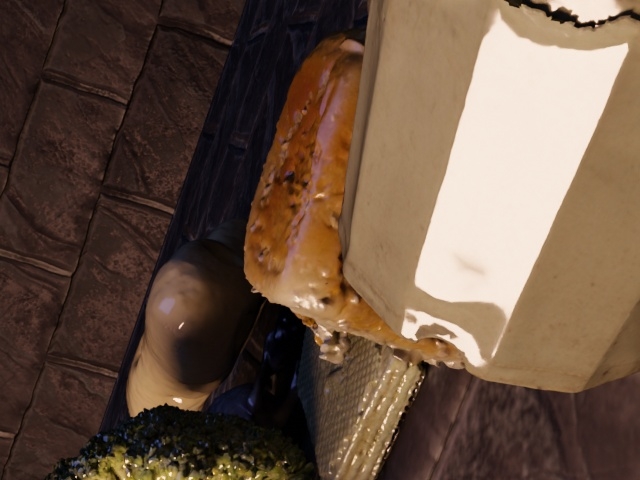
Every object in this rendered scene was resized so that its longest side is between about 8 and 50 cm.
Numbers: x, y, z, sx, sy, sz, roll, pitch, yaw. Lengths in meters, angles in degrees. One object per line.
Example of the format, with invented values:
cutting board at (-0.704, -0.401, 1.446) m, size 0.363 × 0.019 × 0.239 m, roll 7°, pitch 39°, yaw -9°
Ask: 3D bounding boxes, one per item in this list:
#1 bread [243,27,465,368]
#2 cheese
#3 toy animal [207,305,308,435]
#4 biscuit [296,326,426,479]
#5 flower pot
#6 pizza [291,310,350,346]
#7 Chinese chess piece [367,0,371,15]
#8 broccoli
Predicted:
bread at (0.047, -0.025, 0.731) m, size 0.176 × 0.195 × 0.246 m, roll 16°, pitch 88°, yaw 70°
cheese at (-0.175, 0.149, 1.226) m, size 0.328 × 0.129 × 0.351 m, roll -61°, pitch -1°, yaw 14°
toy animal at (-0.083, 0.203, 1.105) m, size 0.324 × 0.090 × 0.195 m, roll -52°, pitch 10°, yaw 44°
biscuit at (0.025, 0.115, 0.908) m, size 0.252 × 0.052 × 0.150 m, roll -109°, pitch 40°, yaw -66°
flower pot at (0.120, -0.079, 0.464) m, size 0.290 × 0.290 × 0.259 m, roll -95°, pitch 17°, yaw -54°
pizza at (0.030, 0.000, 0.903) m, size 0.134 × 0.056 × 0.271 m, roll -8°, pitch 39°, yaw 41°
Chinese chess piece at (0.101, -0.313, 1.136) m, size 0.122 × 0.051 × 0.122 m, roll -164°, pitch 90°, yaw -73°
broccoli at (-0.145, 0.336, 0.884) m, size 0.221 × 0.252 × 0.362 m, roll 31°, pitch -111°, yaw -72°
